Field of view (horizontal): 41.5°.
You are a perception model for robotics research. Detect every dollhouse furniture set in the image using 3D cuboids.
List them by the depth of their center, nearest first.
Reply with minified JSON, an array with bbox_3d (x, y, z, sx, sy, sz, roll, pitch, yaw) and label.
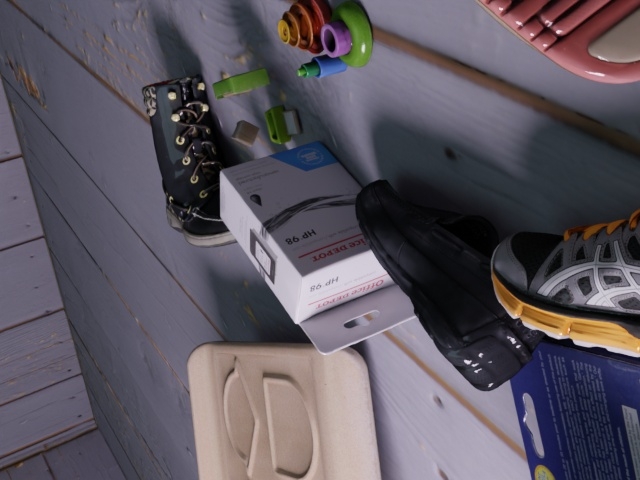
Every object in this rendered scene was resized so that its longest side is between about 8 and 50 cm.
[{"bbox_3d":[-0.055,-0.083,0.799,0.058,0.076,0.152,9,115,64],"label":"dollhouse furniture set"}]

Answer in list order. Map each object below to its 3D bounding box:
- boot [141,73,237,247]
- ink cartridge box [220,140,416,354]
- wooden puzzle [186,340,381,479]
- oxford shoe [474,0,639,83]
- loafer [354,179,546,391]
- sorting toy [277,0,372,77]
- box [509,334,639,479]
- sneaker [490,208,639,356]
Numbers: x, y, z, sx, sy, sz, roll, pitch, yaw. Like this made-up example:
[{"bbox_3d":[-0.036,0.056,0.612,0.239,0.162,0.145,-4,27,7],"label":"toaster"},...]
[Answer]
[{"bbox_3d":[-0.136,-0.093,0.953,0.236,0.085,0.179,19,123,60],"label":"boot"},{"bbox_3d":[0.000,0.000,0.716,0.180,0.104,0.060,51,148,35],"label":"ink cartridge box"},{"bbox_3d":[-0.030,0.272,0.948,0.348,0.080,0.322,-10,86,56],"label":"wooden puzzle"},{"bbox_3d":[0.067,-0.218,0.435,0.348,0.123,0.130,57,-177,11],"label":"oxford shoe"},{"bbox_3d":[0.088,0.013,0.588,0.076,0.078,0.223,47,-173,-34],"label":"loafer"},{"bbox_3d":[-0.002,-0.159,0.671,0.102,0.042,0.061,35,138,52],"label":"sorting toy"},{"bbox_3d":[0.196,0.125,0.483,0.225,0.036,0.136,9,116,63],"label":"box"},{"bbox_3d":[0.169,0.016,0.420,0.215,0.084,0.083,18,109,57],"label":"sneaker"}]
